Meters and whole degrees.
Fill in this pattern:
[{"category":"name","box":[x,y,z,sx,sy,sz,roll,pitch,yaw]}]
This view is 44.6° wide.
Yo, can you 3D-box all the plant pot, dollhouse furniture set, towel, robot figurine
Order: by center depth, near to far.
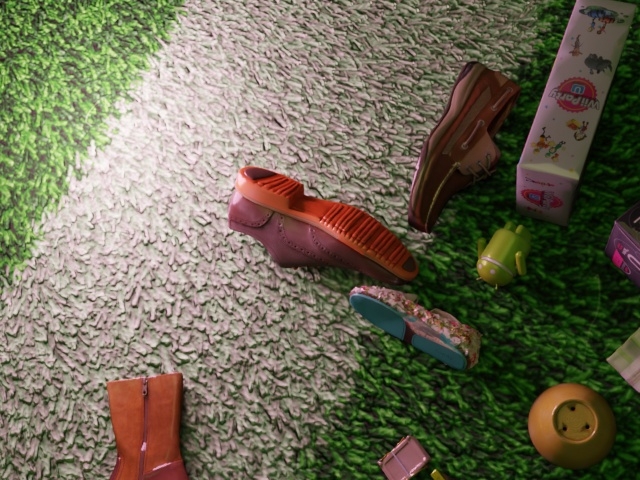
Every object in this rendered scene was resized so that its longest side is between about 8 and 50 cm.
[{"category":"plant pot","box":[0.388,0.281,1.193,0.134,0.095,0.134,-4,72,13]},{"category":"towel","box":[0.543,0.204,1.217,0.113,0.023,0.152,-43,68,-2]},{"category":"dollhouse furniture set","box":[0.168,0.393,1.254,0.076,0.058,0.151,-45,49,5]},{"category":"robot figurine","box":[0.308,0.026,1.308,0.101,0.067,0.115,26,80,48]}]

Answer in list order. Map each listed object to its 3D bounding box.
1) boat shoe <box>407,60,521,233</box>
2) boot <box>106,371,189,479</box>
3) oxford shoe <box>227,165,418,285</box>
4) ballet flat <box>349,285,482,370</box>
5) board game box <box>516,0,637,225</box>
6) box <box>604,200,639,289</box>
[{"category":"boat shoe","box":[0.253,-0.160,1.355,0.120,0.122,0.324,22,80,16]},{"category":"boot","box":[-0.357,0.380,1.354,0.264,0.096,0.280,-14,69,10]},{"category":"oxford shoe","box":[0.000,0.000,1.390,0.364,0.130,0.133,29,114,14]},{"category":"ballet flat","box":[0.164,0.136,1.316,0.241,0.091,0.077,31,52,17]},{"category":"board game box","box":[0.410,-0.203,1.271,0.097,0.224,0.303,17,77,18]},{"category":"box","box":[0.595,-0.038,1.202,0.270,0.165,0.143,-38,67,-1]}]
